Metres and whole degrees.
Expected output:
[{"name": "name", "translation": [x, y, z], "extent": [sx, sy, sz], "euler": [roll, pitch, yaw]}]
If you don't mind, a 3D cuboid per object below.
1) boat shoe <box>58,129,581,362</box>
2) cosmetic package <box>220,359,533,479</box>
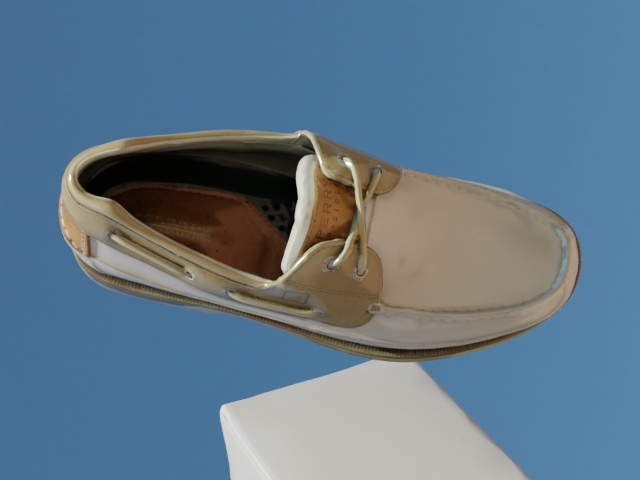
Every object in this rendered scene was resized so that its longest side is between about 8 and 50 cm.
[{"name": "boat shoe", "translation": [0.000, 0.000, 0.919], "extent": [0.103, 0.302, 0.113], "euler": [85, -171, -72]}, {"name": "cosmetic package", "translation": [0.080, 0.260, 1.001], "extent": [0.156, 0.385, 0.217], "euler": [-15, -57, -19]}]
